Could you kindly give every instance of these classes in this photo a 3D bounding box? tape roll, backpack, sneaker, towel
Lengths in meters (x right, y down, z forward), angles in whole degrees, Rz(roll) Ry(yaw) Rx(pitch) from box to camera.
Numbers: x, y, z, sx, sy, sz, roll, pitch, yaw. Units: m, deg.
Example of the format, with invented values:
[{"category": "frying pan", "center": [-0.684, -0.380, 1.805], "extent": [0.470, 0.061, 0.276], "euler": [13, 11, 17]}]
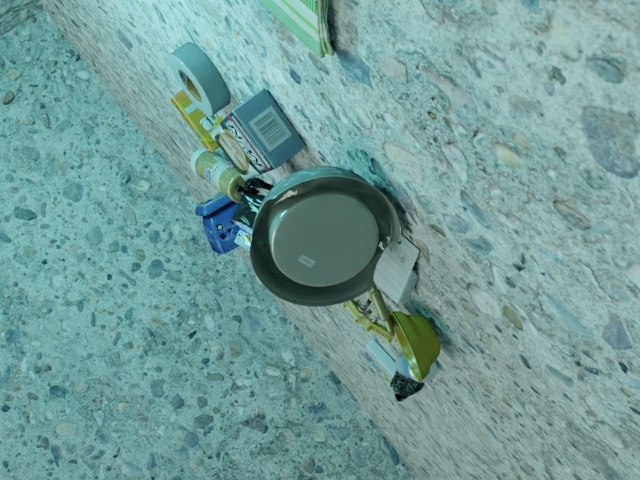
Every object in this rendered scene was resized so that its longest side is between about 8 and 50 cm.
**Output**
[{"category": "tape roll", "center": [-0.369, -0.488, 1.926], "extent": [0.219, 0.072, 0.219], "euler": [47, 164, 18]}, {"category": "backpack", "center": [-0.102, -0.031, 1.860], "extent": [0.276, 0.213, 0.263], "euler": [33, -163, 32]}, {"category": "sneaker", "center": [0.301, 0.488, 2.209], "extent": [0.101, 0.106, 0.267], "euler": [43, 162, 33]}, {"category": "towel", "center": [-0.064, -0.488, 1.087], "extent": [0.248, 0.038, 0.325], "euler": [47, 167, 20]}]

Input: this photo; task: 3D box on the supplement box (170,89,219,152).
[{"category": "supplement box", "center": [-0.429, -0.426, 2.244], "extent": [0.233, 0.080, 0.078], "euler": [53, 168, -14]}]

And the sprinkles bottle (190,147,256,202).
[{"category": "sprinkles bottle", "center": [-0.374, -0.253, 2.413], "extent": [0.355, 0.121, 0.121], "euler": [33, 157, 49]}]

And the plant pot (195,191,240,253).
[{"category": "plant pot", "center": [-0.372, -0.093, 2.594], "extent": [0.212, 0.235, 0.236], "euler": [62, 163, -13]}]

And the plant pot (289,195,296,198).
[{"category": "plant pot", "center": [0.006, -0.072, 1.605], "extent": [0.201, 0.201, 0.180], "euler": [49, 150, 7]}]

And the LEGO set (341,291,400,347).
[{"category": "LEGO set", "center": [0.183, 0.229, 2.020], "extent": [0.287, 0.107, 0.132], "euler": [39, -164, 25]}]

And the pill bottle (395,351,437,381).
[{"category": "pill bottle", "center": [0.306, 0.401, 2.013], "extent": [0.087, 0.087, 0.160], "euler": [53, 166, -8]}]

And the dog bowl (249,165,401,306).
[{"category": "dog bowl", "center": [0.005, -0.014, 1.460], "extent": [0.349, 0.348, 0.102], "euler": [61, -172, -33]}]

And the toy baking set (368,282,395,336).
[{"category": "toy baking set", "center": [0.151, 0.155, 1.834], "extent": [0.197, 0.030, 0.256], "euler": [-131, 18, -79]}]

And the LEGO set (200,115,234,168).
[{"category": "LEGO set", "center": [-0.342, -0.339, 2.157], "extent": [0.227, 0.093, 0.087], "euler": [51, 165, 2]}]

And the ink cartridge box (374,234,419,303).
[{"category": "ink cartridge box", "center": [0.176, 0.030, 1.622], "extent": [0.189, 0.066, 0.232], "euler": [45, 143, 24]}]

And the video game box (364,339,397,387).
[{"category": "video game box", "center": [0.257, 0.495, 2.469], "extent": [0.205, 0.048, 0.187], "euler": [46, 163, 19]}]

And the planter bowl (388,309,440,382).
[{"category": "planter bowl", "center": [0.273, 0.277, 1.759], "extent": [0.217, 0.090, 0.217], "euler": [158, 90, -86]}]

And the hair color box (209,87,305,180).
[{"category": "hair color box", "center": [-0.188, -0.287, 1.787], "extent": [0.185, 0.113, 0.374], "euler": [54, 166, -12]}]
